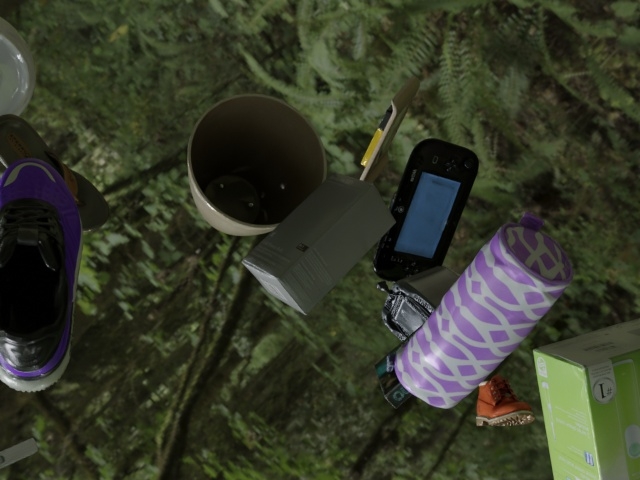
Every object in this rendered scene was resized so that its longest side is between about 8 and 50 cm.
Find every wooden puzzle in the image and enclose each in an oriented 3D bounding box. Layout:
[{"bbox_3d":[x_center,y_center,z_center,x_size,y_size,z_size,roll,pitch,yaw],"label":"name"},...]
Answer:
[{"bbox_3d":[0.161,-0.264,1.810,0.044,0.221,0.239,25,124,8],"label":"wooden puzzle"}]

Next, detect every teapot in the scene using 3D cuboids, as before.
[{"bbox_3d":[-0.678,-0.334,1.438,0.252,0.256,0.187,8,-158,-38],"label":"teapot"}]

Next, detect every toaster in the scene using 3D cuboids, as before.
[{"bbox_3d":[0.226,0.142,1.440,0.227,0.146,0.129,44,135,30],"label":"toaster"}]

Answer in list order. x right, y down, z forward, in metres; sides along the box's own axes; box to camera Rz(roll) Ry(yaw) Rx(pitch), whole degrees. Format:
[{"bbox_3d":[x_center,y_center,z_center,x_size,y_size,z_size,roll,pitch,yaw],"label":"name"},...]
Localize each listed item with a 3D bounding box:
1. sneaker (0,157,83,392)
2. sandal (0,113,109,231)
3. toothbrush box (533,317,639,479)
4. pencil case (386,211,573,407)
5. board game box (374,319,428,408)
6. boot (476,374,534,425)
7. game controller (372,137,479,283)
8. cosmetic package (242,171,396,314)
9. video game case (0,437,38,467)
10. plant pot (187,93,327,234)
[{"bbox_3d":[-0.327,0.011,0.860,0.146,0.102,0.294,114,148,-59],"label":"sneaker"},{"bbox_3d":[-0.407,-0.097,1.130,0.219,0.090,0.060,55,160,-22],"label":"sandal"},{"bbox_3d":[0.417,0.261,0.979,0.122,0.206,0.283,-165,64,-74],"label":"toothbrush box"},{"bbox_3d":[0.152,0.075,0.724,0.086,0.206,0.088,31,-146,-6],"label":"pencil case"},{"bbox_3d":[0.155,0.138,1.018,0.026,0.186,0.126,47,-176,-7],"label":"board game box"},{"bbox_3d":[0.295,0.260,1.222,0.059,0.085,0.158,6,167,-12],"label":"boot"},{"bbox_3d":[0.220,-0.055,1.587,0.166,0.319,0.067,10,-165,-34],"label":"game controller"},{"bbox_3d":[0.000,0.000,1.292,0.127,0.238,0.107,21,154,52],"label":"cosmetic package"},{"bbox_3d":[-0.474,0.308,0.938,0.190,0.173,0.022,-30,81,37],"label":"video game case"},{"bbox_3d":[-0.148,-0.112,1.469,0.256,0.256,0.274,44,158,-2],"label":"plant pot"}]
